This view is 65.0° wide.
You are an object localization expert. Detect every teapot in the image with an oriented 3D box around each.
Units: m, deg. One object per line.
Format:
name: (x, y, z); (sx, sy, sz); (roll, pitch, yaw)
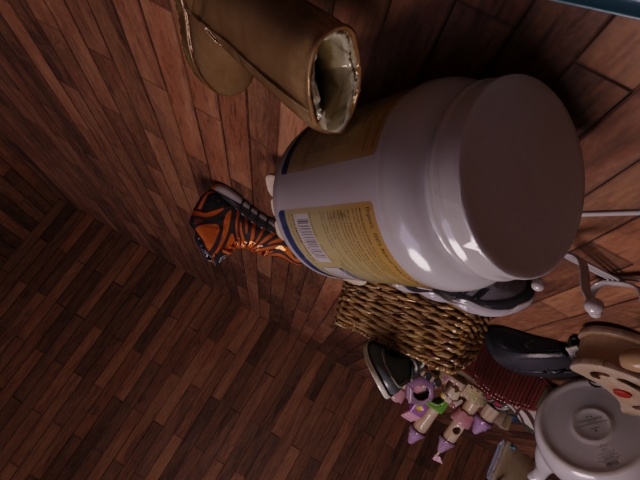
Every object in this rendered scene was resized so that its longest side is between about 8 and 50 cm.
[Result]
teapot: (0.595, 0.430, 1.064); (0.256, 0.252, 0.187); (12, 146, 48)

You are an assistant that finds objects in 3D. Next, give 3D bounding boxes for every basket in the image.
basket: (0.214, 0.114, 1.081); (0.299, 0.222, 0.214); (18, -169, 33)

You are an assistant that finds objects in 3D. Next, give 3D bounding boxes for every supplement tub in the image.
supplement tub: (0.108, -0.058, 0.596); (0.228, 0.228, 0.316); (41, 159, -27)

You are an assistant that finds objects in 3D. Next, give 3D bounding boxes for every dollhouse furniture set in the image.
dollhouse furniture set: (0.539, 0.626, 1.547); (0.286, 0.303, 0.198); (39, 159, -22)

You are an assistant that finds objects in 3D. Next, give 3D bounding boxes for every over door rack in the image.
over door rack: (0.359, 0.033, 0.578); (0.240, 0.108, 0.324); (24, 163, -15)

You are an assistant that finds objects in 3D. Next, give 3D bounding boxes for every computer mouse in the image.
computer mouse: (0.466, 0.255, 1.083); (0.188, 0.072, 0.272); (42, 158, -32)

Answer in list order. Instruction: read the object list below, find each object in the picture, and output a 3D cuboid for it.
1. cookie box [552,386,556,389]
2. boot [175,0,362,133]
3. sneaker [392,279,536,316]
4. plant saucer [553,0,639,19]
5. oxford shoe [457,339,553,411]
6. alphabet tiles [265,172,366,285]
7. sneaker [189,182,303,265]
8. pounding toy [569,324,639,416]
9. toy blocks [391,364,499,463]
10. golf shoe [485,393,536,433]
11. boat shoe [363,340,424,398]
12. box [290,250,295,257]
cookie box: (0.630, 0.417, 1.290); (0.092, 0.040, 0.107); (36, 160, -11)
boot: (-0.066, -0.202, 0.586); (0.269, 0.089, 0.236); (44, 167, 26)
sneaker: (0.242, 0.036, 0.825); (0.269, 0.101, 0.153); (13, 142, 1)
plant saucer: (0.230, -0.202, 0.377); (0.192, 0.018, 0.067); (23, 160, 20)
oxford shoe: (0.411, 0.309, 1.271); (0.348, 0.122, 0.130); (29, 176, 25)
alphabet tiles: (0.023, -0.033, 0.963); (0.278, 0.021, 0.284); (18, 137, 26)
sneaker: (-0.199, 0.011, 1.312); (0.321, 0.180, 0.125); (35, 161, -11)
pounding toy: (0.518, 0.250, 0.862); (0.154, 0.154, 0.269); (5, 148, 44)
toy blocks: (0.315, 0.489, 1.460); (0.289, 0.260, 0.309); (33, -172, -3)
golf shoe: (0.520, 0.398, 1.266); (0.273, 0.105, 0.120); (15, 127, 58)
boat shoe: (0.172, 0.250, 1.088); (0.116, 0.099, 0.319); (64, -166, 9)
box: (0.000, 0.000, 1.140); (0.148, 0.077, 0.180); (24, 160, 20)
